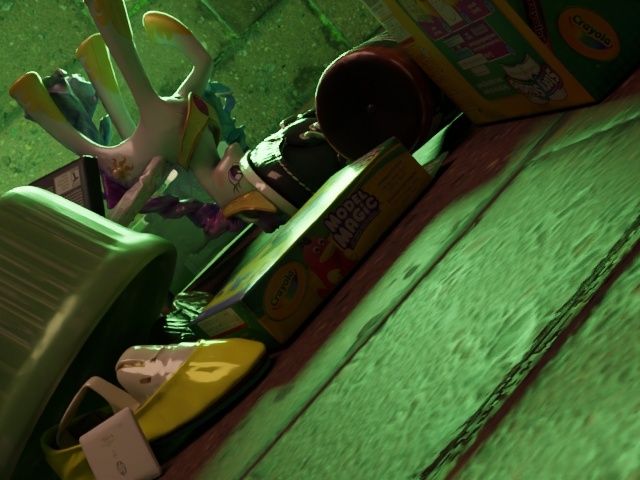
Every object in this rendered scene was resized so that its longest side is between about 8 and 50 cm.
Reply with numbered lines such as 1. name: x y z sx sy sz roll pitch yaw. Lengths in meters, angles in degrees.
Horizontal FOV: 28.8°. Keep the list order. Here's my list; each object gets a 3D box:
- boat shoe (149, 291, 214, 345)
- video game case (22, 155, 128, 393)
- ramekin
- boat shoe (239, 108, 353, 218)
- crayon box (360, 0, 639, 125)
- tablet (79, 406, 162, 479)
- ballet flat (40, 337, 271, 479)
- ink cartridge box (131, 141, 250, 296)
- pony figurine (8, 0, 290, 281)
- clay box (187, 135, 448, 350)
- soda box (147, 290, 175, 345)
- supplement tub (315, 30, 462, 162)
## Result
1. boat shoe: -0.133 0.094 1.214 0.056 0.048 0.153 2 17 1
2. video game case: -0.308 0.062 1.439 0.196 0.274 0.026 -21 -16 38
3. ramekin: -0.268 0.100 1.112 0.303 0.148 0.303 -60 -4 -8
4. boat shoe: -0.006 -0.083 1.253 0.091 0.114 0.302 -48 7 11
5. crayon box: 0.122 -0.175 0.897 0.081 0.165 0.278 -44 8 -5
6. tablet: -0.147 0.157 0.905 0.006 0.054 0.083 -22 -9 -42
7. ballet flat: -0.136 0.123 0.938 0.231 0.077 0.077 -38 10 34
8. ink cartridge box: -0.184 -0.041 1.779 0.235 0.171 0.056 -43 51 -4
9. pony figurine: -0.219 -0.091 1.540 0.351 0.363 0.303 -42 -8 31
10. clay box: 0.000 0.000 0.998 0.222 0.053 0.127 -48 9 -26
11. soda box: -0.204 0.104 1.474 0.060 0.053 0.169 -42 7 9
12. supplement tub: 0.077 -0.139 1.122 0.106 0.106 0.198 -39 0 31
